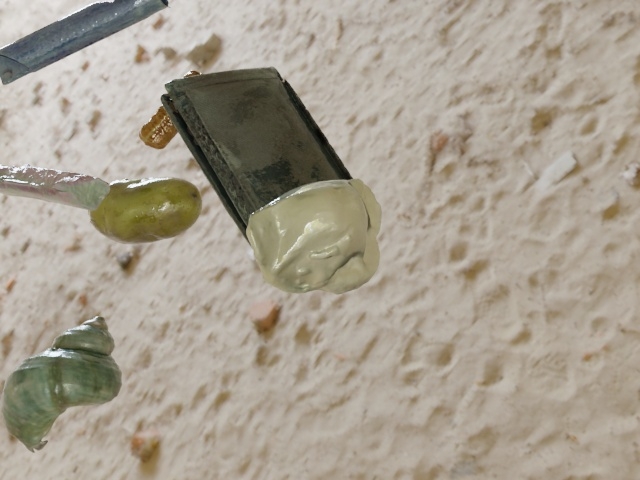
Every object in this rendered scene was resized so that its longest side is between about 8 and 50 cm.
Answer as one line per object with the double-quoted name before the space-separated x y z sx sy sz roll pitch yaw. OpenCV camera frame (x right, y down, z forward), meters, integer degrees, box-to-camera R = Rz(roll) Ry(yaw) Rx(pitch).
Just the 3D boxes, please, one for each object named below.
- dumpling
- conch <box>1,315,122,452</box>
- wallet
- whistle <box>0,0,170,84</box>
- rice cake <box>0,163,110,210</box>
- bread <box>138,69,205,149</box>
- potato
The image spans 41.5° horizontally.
"dumpling" 0.000 0.000 1.097 0.229 0.151 0.124 -16 5 -36
"conch" -0.470 0.263 1.561 0.220 0.195 0.277 100 -167 -73
"wallet" -0.083 -0.130 1.360 0.342 0.237 0.075 57 141 18
"whistle" -0.391 -0.338 1.361 0.304 0.062 0.062 -23 35 8
"rice cake" -0.406 -0.085 1.208 0.290 0.081 0.051 9 79 45
"bread" -0.243 -0.218 1.415 0.157 0.052 0.044 -49 13 7
"potato" -0.371 -0.069 1.805 0.248 0.169 0.143 -10 86 19
